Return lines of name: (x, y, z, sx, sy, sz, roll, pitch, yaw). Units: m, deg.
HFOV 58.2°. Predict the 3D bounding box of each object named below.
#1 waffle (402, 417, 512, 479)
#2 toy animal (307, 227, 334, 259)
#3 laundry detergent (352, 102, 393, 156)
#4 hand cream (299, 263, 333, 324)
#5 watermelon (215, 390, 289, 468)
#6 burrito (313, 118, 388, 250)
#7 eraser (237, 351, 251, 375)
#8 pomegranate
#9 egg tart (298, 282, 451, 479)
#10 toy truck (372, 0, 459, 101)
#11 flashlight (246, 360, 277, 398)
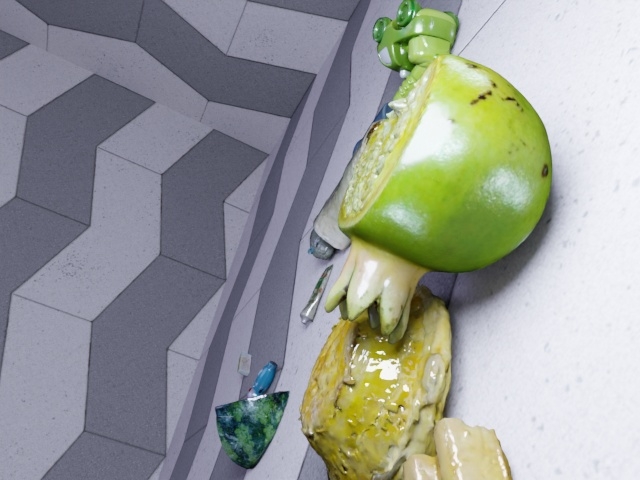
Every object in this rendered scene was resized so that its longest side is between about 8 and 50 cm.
waffle: (0.090, 0.384, 0.559, 0.348, 0.077, 0.304, -58, 17, 31)
toy animal: (-0.001, -0.010, 1.550, 0.079, 0.070, 0.253, -56, 14, 9)
laundry detergent: (0.134, -0.245, 1.437, 0.206, 0.061, 0.097, 129, 151, -49)
hand cream: (-0.009, 0.133, 1.435, 0.165, 0.037, 0.057, -66, 13, -22)
watermelon: (-0.141, 0.448, 1.390, 0.202, 0.136, 0.208, -22, -63, -55)
burrito: (0.089, -0.126, 1.328, 0.299, 0.105, 0.143, -59, 12, 33)
eraser: (-0.245, 0.398, 1.858, 0.083, 0.038, 0.019, -91, 25, -57)
pomegranate: (0.150, -0.040, 0.725, 0.309, 0.215, 0.359, 175, 116, -77)
egg tart: (0.062, 0.207, 0.815, 0.341, 0.132, 0.342, -157, 90, -79)
toy truck: (0.215, -0.417, 1.272, 0.187, 0.148, 0.211, -39, 51, 55)
flashlight: (-0.153, 0.381, 1.538, 0.129, 0.051, 0.051, -59, 15, 8)
